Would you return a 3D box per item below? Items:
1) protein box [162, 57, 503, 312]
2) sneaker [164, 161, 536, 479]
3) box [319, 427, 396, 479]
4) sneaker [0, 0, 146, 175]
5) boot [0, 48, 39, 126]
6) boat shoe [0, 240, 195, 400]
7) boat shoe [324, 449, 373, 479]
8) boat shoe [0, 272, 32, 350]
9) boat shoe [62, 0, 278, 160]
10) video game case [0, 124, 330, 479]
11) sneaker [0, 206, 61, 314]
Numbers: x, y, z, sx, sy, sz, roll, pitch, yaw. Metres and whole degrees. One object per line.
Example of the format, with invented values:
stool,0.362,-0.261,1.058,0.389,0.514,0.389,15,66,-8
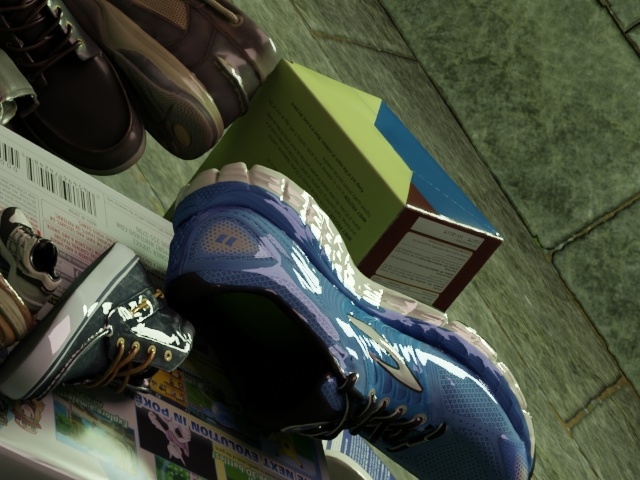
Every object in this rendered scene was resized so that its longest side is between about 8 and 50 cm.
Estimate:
protein box,0.000,0.000,1.513,0.136,0.201,0.200,18,27,-47
sneaker,0.013,0.100,1.280,0.330,0.130,0.147,39,41,-17
box,0.000,0.178,1.563,0.225,0.036,0.136,51,15,-11
sneaker,-0.220,-0.151,1.430,0.222,0.083,0.118,50,-10,20
boot,-0.291,-0.171,1.287,0.229,0.091,0.263,56,12,1
boat shoe,-0.129,0.066,1.123,0.083,0.065,0.183,45,24,-6
boat shoe,0.047,0.259,1.473,0.227,0.079,0.081,59,12,-12
boat shoe,-0.255,0.008,1.060,0.190,0.072,0.068,41,-23,-5
boat shoe,-0.157,-0.203,1.566,0.355,0.130,0.132,46,-16,34
video game case,-0.123,0.082,1.235,0.329,0.036,0.300,32,30,-35
sneaker,-0.180,0.007,1.155,0.032,0.037,0.083,21,35,-43
